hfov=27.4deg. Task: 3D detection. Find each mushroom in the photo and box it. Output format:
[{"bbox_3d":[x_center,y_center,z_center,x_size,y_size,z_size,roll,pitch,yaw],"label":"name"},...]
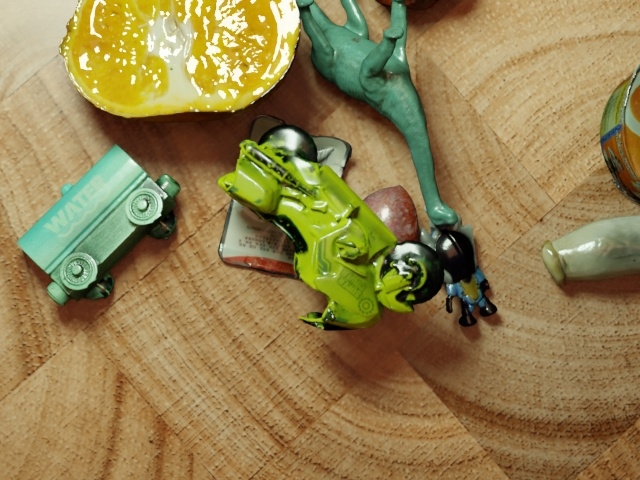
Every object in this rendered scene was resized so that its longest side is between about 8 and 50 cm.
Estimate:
[{"bbox_3d":[0.509,0.014,1.986,0.351,0.097,0.109,0,110,0],"label":"mushroom"}]

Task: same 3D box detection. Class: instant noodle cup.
[{"bbox_3d":[0.550,-0.160,1.931,0.296,0.214,0.296,0,89,-5],"label":"instant noodle cup"}]

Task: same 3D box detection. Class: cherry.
[{"bbox_3d":[0.083,0.024,1.949,0.107,0.090,0.225,19,98,19],"label":"cherry"}]

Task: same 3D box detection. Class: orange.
[{"bbox_3d":[-0.181,-0.287,1.851,0.310,0.274,0.274,-17,91,39],"label":"orange"}]

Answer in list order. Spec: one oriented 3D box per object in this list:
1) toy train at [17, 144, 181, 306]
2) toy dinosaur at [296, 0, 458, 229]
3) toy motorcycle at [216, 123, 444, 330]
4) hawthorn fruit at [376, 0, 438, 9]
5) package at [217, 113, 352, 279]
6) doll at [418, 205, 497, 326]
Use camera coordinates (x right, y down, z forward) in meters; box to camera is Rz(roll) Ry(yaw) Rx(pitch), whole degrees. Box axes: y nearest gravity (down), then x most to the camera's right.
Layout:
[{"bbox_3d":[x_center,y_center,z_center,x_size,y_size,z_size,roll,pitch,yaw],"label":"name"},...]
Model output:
[{"bbox_3d":[-0.324,-0.025,1.917,0.248,0.101,0.159,-44,77,-5],"label":"toy train"},{"bbox_3d":[0.058,-0.214,1.948,0.129,0.383,0.330,-29,132,-28],"label":"toy dinosaur"},{"bbox_3d":[0.001,0.000,1.866,0.342,0.142,0.206,44,97,4],"label":"toy motorcycle"},{"bbox_3d":[0.129,-0.446,1.943,0.163,0.162,0.203,-13,73,-5],"label":"hawthorn fruit"},{"bbox_3d":[-0.052,-0.064,1.966,0.166,0.040,0.232,13,96,-2],"label":"package"},{"bbox_3d":[0.202,0.032,1.970,0.096,0.070,0.195,-28,99,-20],"label":"doll"}]
